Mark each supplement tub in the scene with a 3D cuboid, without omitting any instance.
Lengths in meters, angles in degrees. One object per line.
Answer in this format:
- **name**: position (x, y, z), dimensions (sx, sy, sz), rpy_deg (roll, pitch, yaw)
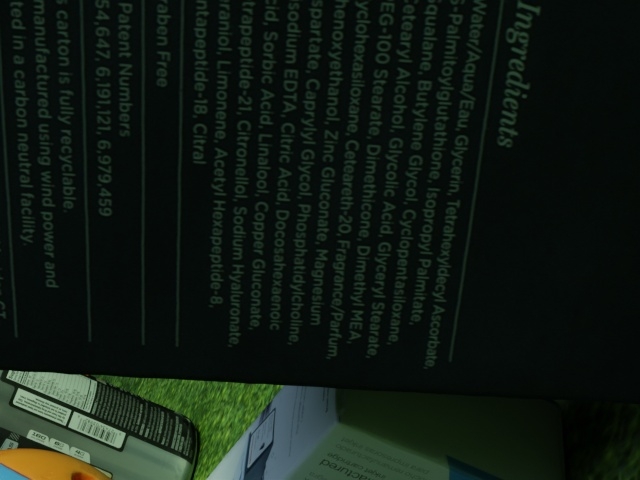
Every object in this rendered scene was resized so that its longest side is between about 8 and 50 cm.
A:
- **supplement tub**: position (-0.316, 0.235, 1.408), dimensions (0.194, 0.316, 0.194), rpy_deg (-58, 15, 26)

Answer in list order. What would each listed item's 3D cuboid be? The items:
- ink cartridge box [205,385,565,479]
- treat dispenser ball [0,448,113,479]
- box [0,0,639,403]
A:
- **ink cartridge box**: position (0.026, 0.145, 0.698), dimensions (0.191, 0.139, 0.082), rpy_deg (-54, 19, 38)
- **treat dispenser ball**: position (-0.294, 0.345, 1.194), dimensions (0.288, 0.288, 0.288), rpy_deg (-57, 16, 26)
- **box**: position (-0.006, -0.094, 0.624), dimensions (0.293, 0.395, 0.212), rpy_deg (-89, 3, -60)
